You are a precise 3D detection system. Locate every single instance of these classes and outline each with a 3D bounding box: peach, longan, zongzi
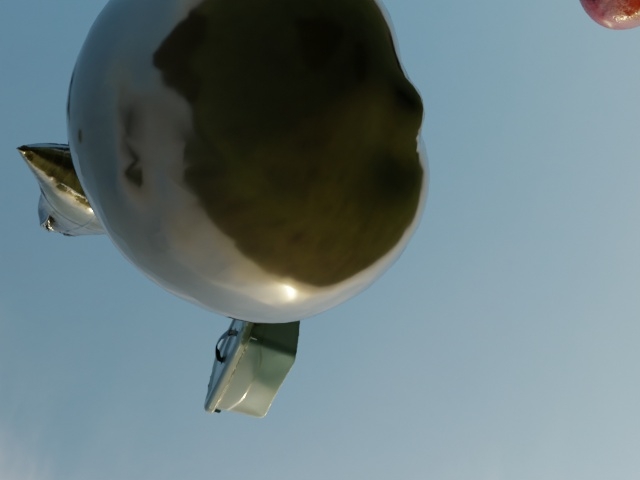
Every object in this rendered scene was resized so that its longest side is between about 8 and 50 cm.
[{"bbox_3d":[0.447,-0.363,1.057,0.151,0.151,0.118,14,-80,-42],"label":"peach"},{"bbox_3d":[-0.056,-0.096,0.702,0.361,0.361,0.360,11,-106,-43],"label":"longan"},{"bbox_3d":[-0.443,-0.094,1.214,0.300,0.286,0.138,22,-110,-54],"label":"zongzi"}]

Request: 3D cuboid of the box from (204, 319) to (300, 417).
[{"bbox_3d":[-0.128,0.208,1.321,0.130,0.227,0.162,21,-149,-11],"label":"box"}]
